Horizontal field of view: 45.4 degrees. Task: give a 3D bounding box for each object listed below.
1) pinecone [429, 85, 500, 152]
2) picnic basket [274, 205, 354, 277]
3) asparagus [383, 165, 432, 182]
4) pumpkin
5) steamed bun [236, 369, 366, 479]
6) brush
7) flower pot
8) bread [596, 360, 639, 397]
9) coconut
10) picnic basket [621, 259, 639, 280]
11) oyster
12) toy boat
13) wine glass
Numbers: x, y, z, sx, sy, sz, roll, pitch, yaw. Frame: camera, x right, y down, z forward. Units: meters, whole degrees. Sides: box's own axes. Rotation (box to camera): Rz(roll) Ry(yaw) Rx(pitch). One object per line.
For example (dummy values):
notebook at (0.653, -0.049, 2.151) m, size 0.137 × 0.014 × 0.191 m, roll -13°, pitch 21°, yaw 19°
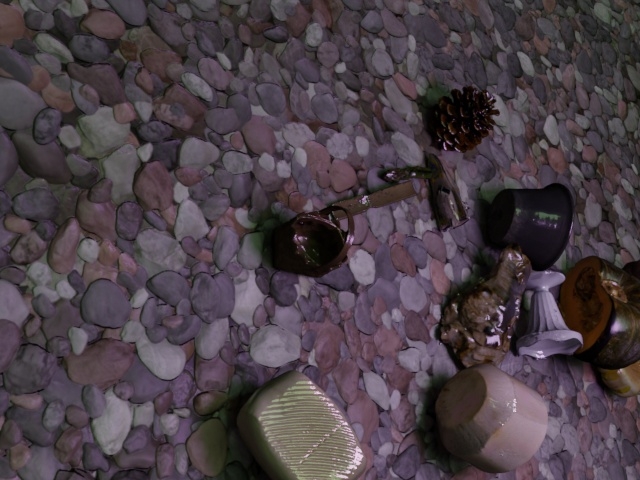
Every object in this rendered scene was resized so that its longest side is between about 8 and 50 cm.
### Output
pinecone at (0.371, -0.314, 1.927) m, size 0.163 × 0.165 × 0.162 m, roll 16°, pitch 62°, yaw -32°
picnic basket at (0.000, 0.000, 1.512) m, size 0.138 × 0.179 × 0.127 m, roll 15°, pitch 66°, yaw -35°
asparagus at (0.206, -0.158, 1.831) m, size 0.165 × 0.030 × 0.036 m, roll -11°, pitch 93°, yaw -41°
pumpkin at (0.767, 0.220, 2.023) m, size 0.232 × 0.242 × 0.324 m, roll 29°, pitch 41°, yaw -13°
steamed bun at (-0.045, 0.367, 1.387) m, size 0.170 × 0.152 × 0.238 m, roll -34°, pitch 83°, yaw -34°
brush at (0.118, -0.089, 1.738) m, size 0.248 × 0.036 × 0.043 m, roll -20°, pitch 84°, yaw -35°
flower pot at (0.520, -0.048, 1.951) m, size 0.148 × 0.235 × 0.235 m, roll 12°, pitch 67°, yaw -15°
bread at (0.850, 0.340, 2.143) m, size 0.214 × 0.105 × 0.213 m, roll 12°, pitch 68°, yaw -32°
coconut at (0.374, 0.390, 1.672) m, size 0.241 × 0.241 × 0.241 m, roll 14°, pitch 68°, yaw -36°
picnic basket at (1.027, 0.159, 2.211) m, size 0.338 × 0.293 × 0.336 m, roll 1°, pitch 88°, yaw -29°
oyster at (0.420, 0.161, 1.838) m, size 0.197 × 0.133 × 0.337 m, roll 51°, pitch 55°, yaw -24°
toy boat at (0.305, -0.122, 1.877) m, size 0.066 × 0.084 × 0.210 m, roll -3°, pitch 68°, yaw -44°
wine glass at (0.566, 0.187, 1.932) m, size 0.165 × 0.165 × 0.196 m, roll 13°, pitch 63°, yaw -36°
